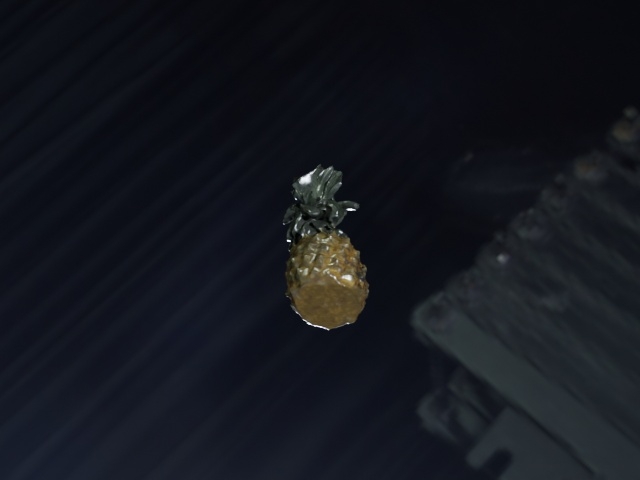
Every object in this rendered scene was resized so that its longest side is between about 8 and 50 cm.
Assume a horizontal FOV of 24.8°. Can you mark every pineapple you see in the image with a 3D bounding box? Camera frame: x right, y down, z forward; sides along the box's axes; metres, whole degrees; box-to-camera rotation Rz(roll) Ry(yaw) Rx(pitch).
[{"bbox_3d":[0.000,0.000,1.909,0.119,0.237,0.111,-28,-48,22],"label":"pineapple"}]
